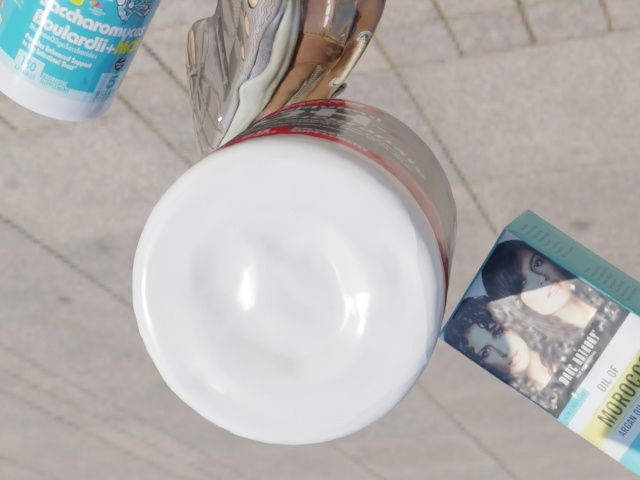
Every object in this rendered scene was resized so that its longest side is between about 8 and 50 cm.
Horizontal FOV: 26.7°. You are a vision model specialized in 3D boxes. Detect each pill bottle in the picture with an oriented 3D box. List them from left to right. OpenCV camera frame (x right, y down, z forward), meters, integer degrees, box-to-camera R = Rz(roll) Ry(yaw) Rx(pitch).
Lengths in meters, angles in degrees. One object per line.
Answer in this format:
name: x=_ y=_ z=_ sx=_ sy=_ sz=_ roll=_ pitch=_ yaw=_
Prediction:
pill bottle: x=-0.234 y=-0.263 z=1.368 sx=0.146 sy=0.146 sz=0.264 roll=14 pitch=121 yaw=-29
pill bottle: x=0.000 y=0.000 z=0.881 sx=0.176 sy=0.176 sz=0.318 roll=-1 pitch=-169 yaw=8

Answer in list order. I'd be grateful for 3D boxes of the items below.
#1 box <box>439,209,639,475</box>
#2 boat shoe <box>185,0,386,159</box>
box: x=0.212 y=0.089 z=0.929 sx=0.244 sy=0.100 sz=0.060 roll=34 pitch=-156 yaw=12
boat shoe: x=-0.033 y=-0.133 z=1.051 sx=0.116 sy=0.123 sz=0.324 roll=-5 pitch=171 yaw=-17
